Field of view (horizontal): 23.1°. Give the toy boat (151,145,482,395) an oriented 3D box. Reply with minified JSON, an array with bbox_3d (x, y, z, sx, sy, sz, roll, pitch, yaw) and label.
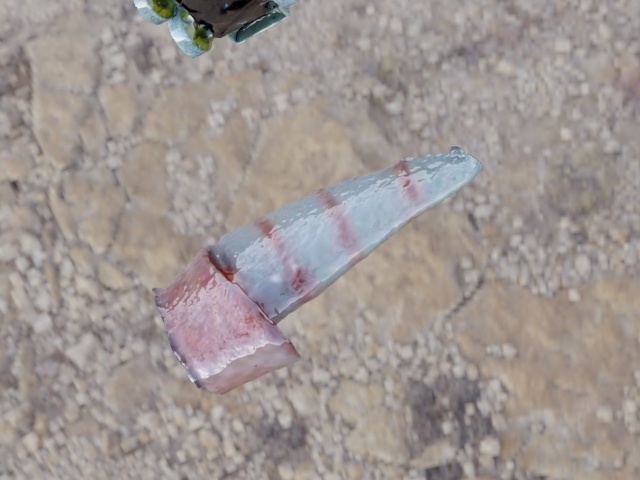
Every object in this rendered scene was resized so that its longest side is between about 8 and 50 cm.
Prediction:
[{"bbox_3d":[0.000,0.000,1.278,0.282,0.096,0.206,-37,25,5],"label":"toy boat"}]

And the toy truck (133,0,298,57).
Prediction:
[{"bbox_3d":[-0.090,-0.202,0.925,0.085,0.191,0.116,-27,46,26],"label":"toy truck"}]
